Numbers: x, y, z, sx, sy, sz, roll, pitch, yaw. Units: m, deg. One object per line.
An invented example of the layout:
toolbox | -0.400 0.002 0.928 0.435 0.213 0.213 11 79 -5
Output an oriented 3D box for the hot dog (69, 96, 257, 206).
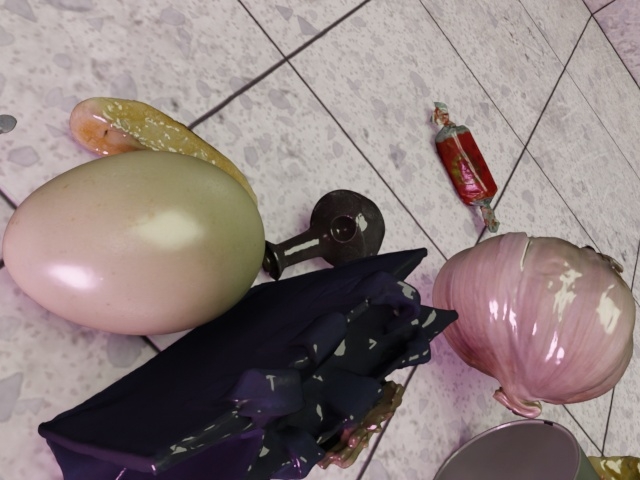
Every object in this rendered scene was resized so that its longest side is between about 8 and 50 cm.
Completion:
hot dog | -0.181 -0.099 0.660 0.242 0.084 0.073 34 50 -23

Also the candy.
candy | 0.294 -0.150 1.079 0.086 0.059 0.292 -27 91 -43

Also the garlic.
garlic | 0.323 0.123 0.837 0.241 0.322 0.322 -36 97 -14

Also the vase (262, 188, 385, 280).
vase | 0.000 0.000 0.757 0.182 0.120 0.120 -22 86 -24

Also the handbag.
handbag | -0.064 0.134 0.494 0.303 0.329 0.122 -32 97 -42

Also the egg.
egg | -0.178 0.003 0.548 0.253 0.188 0.189 -6 76 -32

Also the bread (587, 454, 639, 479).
bread | 0.507 0.516 0.928 0.152 0.130 0.268 19 62 -37

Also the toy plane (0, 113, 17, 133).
toy plane | -0.426 -0.079 0.459 0.212 0.088 0.267 33 62 -23

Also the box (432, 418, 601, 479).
box | 0.281 0.379 0.735 0.226 0.226 0.149 -35 95 -42
